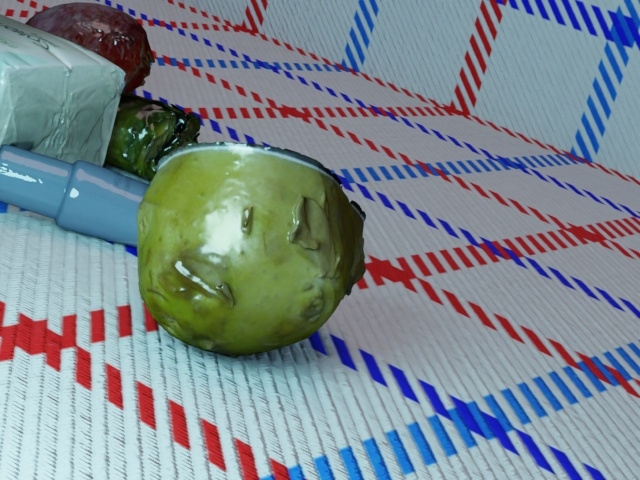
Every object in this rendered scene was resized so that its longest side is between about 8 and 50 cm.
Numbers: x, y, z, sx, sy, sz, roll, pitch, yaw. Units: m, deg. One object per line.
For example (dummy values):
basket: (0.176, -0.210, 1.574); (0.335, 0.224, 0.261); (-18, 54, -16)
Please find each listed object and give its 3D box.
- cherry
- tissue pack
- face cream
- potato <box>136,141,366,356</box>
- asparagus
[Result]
cherry: (-0.404, -0.313, 2.361); (0.250, 0.175, 0.192); (11, 28, -8)
tissue pack: (-0.483, -0.211, 1.884); (0.356, 0.194, 0.266); (23, 16, 24)
face cream: (-0.215, -0.028, 1.733); (0.385, 0.086, 0.135); (18, 18, -13)
potato: (-0.079, 0.034, 1.489); (0.246, 0.196, 0.299); (6, -15, 16)
asparagus: (-0.365, -0.189, 2.073); (0.382, 0.108, 0.128); (19, 52, 15)
